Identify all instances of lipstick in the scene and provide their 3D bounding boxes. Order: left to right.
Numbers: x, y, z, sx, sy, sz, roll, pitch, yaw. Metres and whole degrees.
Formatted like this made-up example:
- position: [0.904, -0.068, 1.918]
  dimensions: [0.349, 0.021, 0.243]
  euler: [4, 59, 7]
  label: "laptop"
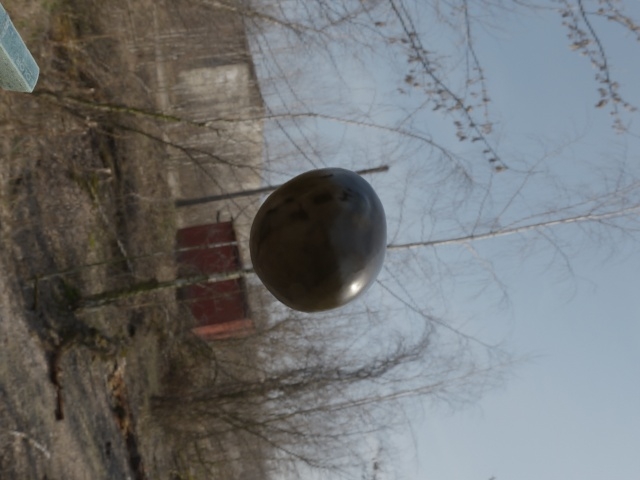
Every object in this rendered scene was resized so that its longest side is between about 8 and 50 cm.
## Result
- position: [-0.643, -0.402, 1.135]
  dimensions: [0.289, 0.077, 0.077]
  euler: [95, 0, -68]
  label: "lipstick"

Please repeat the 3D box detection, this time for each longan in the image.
- position: [0.000, 0.000, 1.020]
  dimensions: [0.258, 0.258, 0.257]
  euler: [170, -90, -79]
  label: "longan"
